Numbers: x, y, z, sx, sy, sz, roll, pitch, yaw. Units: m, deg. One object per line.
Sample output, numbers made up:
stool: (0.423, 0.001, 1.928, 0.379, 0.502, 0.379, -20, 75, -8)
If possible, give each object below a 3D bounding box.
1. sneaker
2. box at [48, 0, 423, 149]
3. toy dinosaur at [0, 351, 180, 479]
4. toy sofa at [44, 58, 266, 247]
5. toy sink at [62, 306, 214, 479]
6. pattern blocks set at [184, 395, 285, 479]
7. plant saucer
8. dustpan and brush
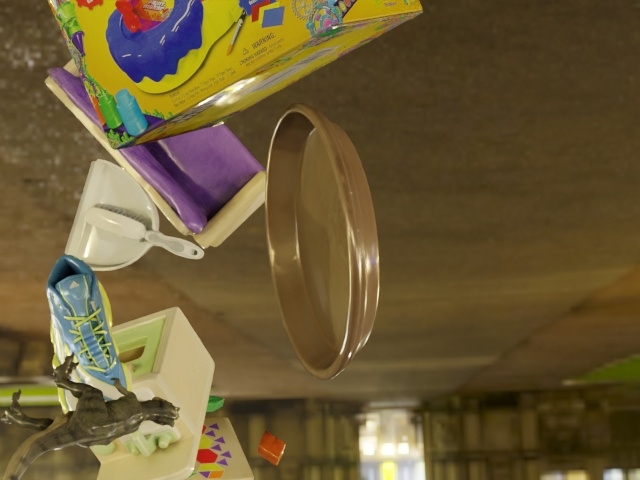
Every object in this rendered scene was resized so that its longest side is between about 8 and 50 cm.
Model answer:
sneaker: (-0.294, 0.118, 1.491, 0.091, 0.240, 0.126, -18, 140, -7)
box: (-0.106, -0.279, 1.190, 0.290, 0.279, 0.177, -24, 179, 36)
toy dinosaur: (-0.260, 0.185, 1.288, 0.118, 0.064, 0.268, 33, -151, 27)
toy sofa: (-0.240, -0.167, 1.888, 0.150, 0.362, 0.177, -43, 171, 3)
toy sink: (-0.257, 0.223, 1.720, 0.152, 0.234, 0.131, -18, 122, 17)
pattern blocks set: (-0.193, 0.345, 1.957, 0.285, 0.026, 0.325, 4, -154, -13)
plant saucer: (0.000, 0.000, 1.233, 0.041, 0.278, 0.278, -6, 173, -17)
dustpan and brush: (-0.241, -0.013, 1.625, 0.211, 0.147, 0.060, 18, -176, 14)
